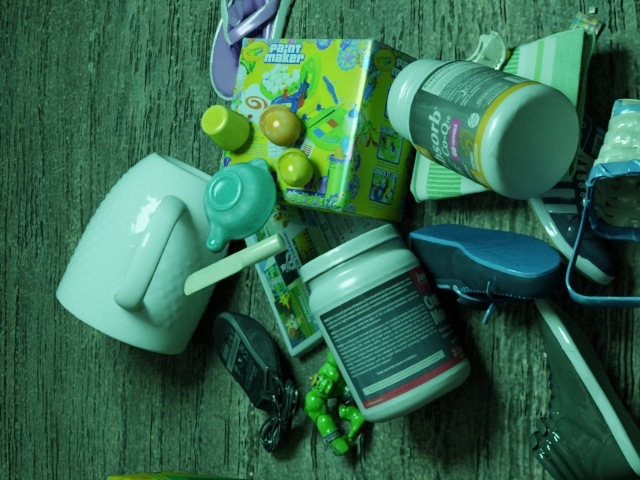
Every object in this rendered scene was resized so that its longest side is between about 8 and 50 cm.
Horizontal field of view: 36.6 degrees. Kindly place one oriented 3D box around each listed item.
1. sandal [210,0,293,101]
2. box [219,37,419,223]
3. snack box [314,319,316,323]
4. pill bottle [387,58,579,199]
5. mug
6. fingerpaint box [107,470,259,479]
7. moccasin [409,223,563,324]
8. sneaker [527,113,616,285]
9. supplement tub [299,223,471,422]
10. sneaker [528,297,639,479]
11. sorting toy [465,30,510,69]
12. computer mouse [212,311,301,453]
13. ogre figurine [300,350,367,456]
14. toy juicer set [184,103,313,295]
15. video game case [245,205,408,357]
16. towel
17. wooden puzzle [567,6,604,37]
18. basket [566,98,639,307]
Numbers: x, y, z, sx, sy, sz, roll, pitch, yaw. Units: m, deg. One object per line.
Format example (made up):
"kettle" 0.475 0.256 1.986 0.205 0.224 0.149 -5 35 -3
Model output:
"sandal" -0.136 -0.482 1.912 0.169 0.102 0.416 33 104 37
"box" 0.001 -0.191 1.661 0.290 0.177 0.279 11 91 39
"snack box" 0.075 0.136 1.663 0.178 0.022 0.064 16 103 25
"pill bottle" 0.224 -0.172 1.395 0.278 0.162 0.162 35 105 54
"mug" -0.313 0.018 1.822 0.276 0.374 0.328 26 95 -7
"fingerpaint box" -0.225 0.662 1.762 0.371 0.163 0.445 -5 80 38
"moccasin" 0.258 0.050 1.479 0.342 0.137 0.117 -155 55 -68
"sneaker" 0.390 -0.082 1.430 0.153 0.099 0.282 -42 56 28
"supplement tub" 0.099 0.131 1.528 0.191 0.191 0.272 -29 84 32
"sneaker" 0.348 0.231 1.407 0.147 0.104 0.296 -34 67 24
"sorting toy" 0.256 -0.292 1.527 0.083 0.045 0.075 -58 28 16
"computer mouse" -0.109 0.240 1.790 0.272 0.072 0.188 53 140 31
"ogre figurine" 0.040 0.262 1.664 0.118 0.097 0.197 30 118 20
"toy juicer set" -0.102 -0.069 1.564 0.209 0.089 0.329 -4 72 26
"video game case" 0.000 0.000 1.771 0.300 0.036 0.329 -37 62 28
"towel" 0.275 -0.187 1.509 0.325 0.038 0.248 -8 64 50
"wooden puzzle" 0.411 -0.326 1.511 0.049 0.006 0.083 39 107 36
"basket" 0.471 -0.038 1.267 0.254 0.201 0.289 6 60 24
